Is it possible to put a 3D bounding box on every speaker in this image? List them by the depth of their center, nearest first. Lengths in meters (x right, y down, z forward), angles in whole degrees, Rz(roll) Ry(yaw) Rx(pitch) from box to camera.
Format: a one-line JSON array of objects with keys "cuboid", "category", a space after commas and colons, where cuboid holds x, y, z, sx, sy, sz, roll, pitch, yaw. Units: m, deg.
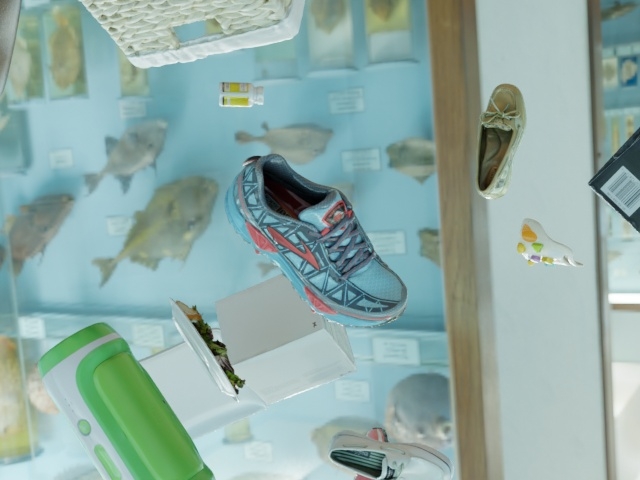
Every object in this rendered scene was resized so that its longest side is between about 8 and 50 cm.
[{"cuboid": [-0.258, 0.261, 1.077, 0.131, 0.296, 0.131, -35, 173, -5], "category": "speaker"}]

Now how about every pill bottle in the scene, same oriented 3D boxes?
[{"cuboid": [-0.209, -0.385, 2.095, 0.117, 0.065, 0.065, 1, -175, -6], "category": "pill bottle"}]

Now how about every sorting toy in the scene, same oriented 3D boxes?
[{"cuboid": [0.309, 0.015, 1.055, 0.075, 0.044, 0.083, 21, 168, 44], "category": "sorting toy"}]

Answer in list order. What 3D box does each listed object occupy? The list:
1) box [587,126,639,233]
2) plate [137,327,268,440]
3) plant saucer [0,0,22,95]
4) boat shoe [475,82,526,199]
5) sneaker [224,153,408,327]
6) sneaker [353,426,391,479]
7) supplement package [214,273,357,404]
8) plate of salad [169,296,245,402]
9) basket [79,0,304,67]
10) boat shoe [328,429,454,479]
[{"cuboid": [0.530, -0.054, 1.097, 0.142, 0.247, 0.163, -12, 145, -51], "category": "box"}, {"cuboid": [-0.283, 0.310, 1.662, 0.278, 0.277, 0.045, -23, -142, 2], "category": "plate"}, {"cuboid": [-0.397, -0.297, 0.964, 0.050, 0.310, 0.311, 7, 180, -27], "category": "plant saucer"}, {"cuboid": [0.430, -0.243, 1.913, 0.105, 0.285, 0.089, 6, 179, 27], "category": "boat shoe"}, {"cuboid": [0.000, 0.000, 0.930, 0.104, 0.262, 0.125, -51, 177, -34], "category": "sneaker"}, {"cuboid": [0.109, 0.530, 1.723, 0.136, 0.115, 0.313, -19, -151, 8], "category": "sneaker"}, {"cuboid": [-0.064, 0.184, 1.512, 0.194, 0.149, 0.203, -23, 143, 8], "category": "supplement package"}, {"cuboid": [-0.178, 0.169, 1.263, 0.048, 0.199, 0.200, -33, -166, -16], "category": "plate of salad"}, {"cuboid": [-0.205, -0.491, 1.247, 0.329, 0.331, 0.266, -4, 155, 26], "category": "basket"}, {"cuboid": [0.121, 0.401, 1.406, 0.227, 0.083, 0.076, 8, -167, 13], "category": "boat shoe"}]
